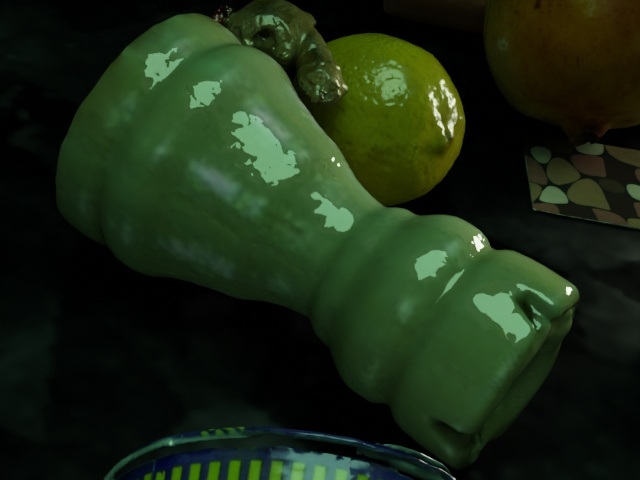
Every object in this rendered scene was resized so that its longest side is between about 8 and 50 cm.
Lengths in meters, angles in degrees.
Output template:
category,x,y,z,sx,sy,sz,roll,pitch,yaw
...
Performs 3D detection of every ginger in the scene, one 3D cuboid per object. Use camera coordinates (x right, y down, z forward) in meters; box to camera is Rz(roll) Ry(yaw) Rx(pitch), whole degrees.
category,x,y,z,sx,sy,sz,roll,pitch,yaw
ginger,-0.038,-0.189,1.206,0.096,0.067,0.165,4,34,-33

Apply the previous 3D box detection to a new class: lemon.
category,x,y,z,sx,sy,sz,roll,pitch,yaw
lemon,0.054,-0.127,1.285,0.178,0.178,0.203,-25,37,-37

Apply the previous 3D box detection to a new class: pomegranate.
category,x,y,z,sx,sy,sz,roll,pitch,yaw
pomegranate,0.318,-0.242,1.449,0.264,0.264,0.264,8,40,-7

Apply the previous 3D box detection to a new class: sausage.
category,x,y,z,sx,sy,sz,roll,pitch,yaw
sausage,0.213,-0.325,1.620,0.259,0.113,0.113,8,40,-4

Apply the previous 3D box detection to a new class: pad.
category,x,y,z,sx,sy,sz,roll,pitch,yaw
pad,0.351,-0.064,1.427,0.235,0.003,0.158,10,39,-4

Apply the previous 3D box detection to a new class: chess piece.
category,x,y,z,sx,sy,sz,roll,pitch,yaw
chess piece,0.000,0.000,1.087,0.442,0.234,0.234,34,43,20

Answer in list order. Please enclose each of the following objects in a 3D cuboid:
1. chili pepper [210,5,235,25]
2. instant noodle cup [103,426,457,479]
category,x,y,z,sx,sy,sz,roll,pitch,yaw
chili pepper,-0.110,-0.171,1.296,0.065,0.169,0.088,14,37,0
instant noodle cup,-0.031,0.309,0.695,0.284,0.284,0.312,11,48,-2
